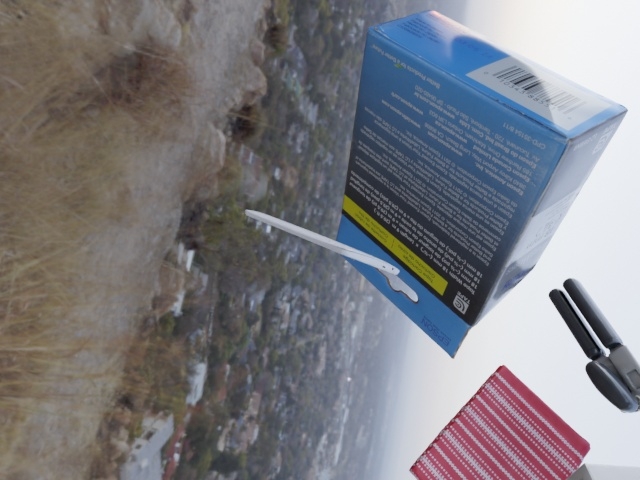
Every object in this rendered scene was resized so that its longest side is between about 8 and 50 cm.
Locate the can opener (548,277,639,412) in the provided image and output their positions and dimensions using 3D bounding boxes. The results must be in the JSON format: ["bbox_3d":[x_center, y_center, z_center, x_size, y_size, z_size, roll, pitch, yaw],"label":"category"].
[{"bbox_3d":[0.522,0.190,0.965,0.076,0.095,0.283,-48,-140,31],"label":"can opener"}]

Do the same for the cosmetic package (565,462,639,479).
[{"bbox_3d":[0.427,0.378,0.573,0.155,0.365,0.197,-98,-155,-51],"label":"cosmetic package"}]

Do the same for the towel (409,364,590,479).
[{"bbox_3d":[0.303,0.362,0.844,0.275,0.199,0.031,-36,159,-26],"label":"towel"}]

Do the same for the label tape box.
[{"bbox_3d":[0.146,-0.055,0.598,0.106,0.240,0.334,-28,146,-29],"label":"label tape box"}]

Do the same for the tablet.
[{"bbox_3d":[0.000,0.000,0.290,0.054,0.083,0.006,22,90,-50],"label":"tablet"}]
